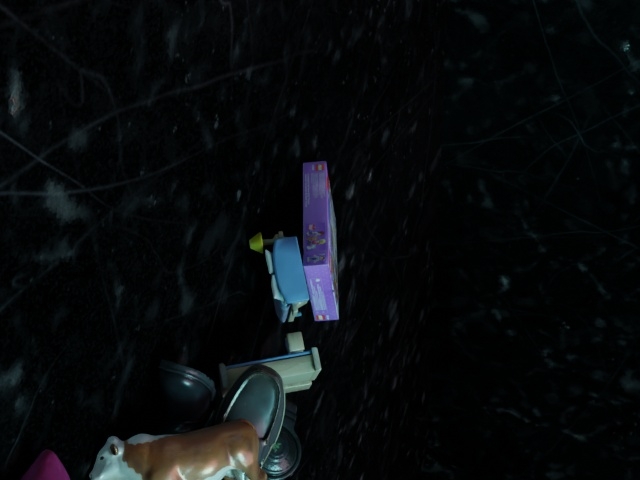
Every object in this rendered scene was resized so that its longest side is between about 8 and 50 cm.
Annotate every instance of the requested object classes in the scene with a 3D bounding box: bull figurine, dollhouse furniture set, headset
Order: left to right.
[{"bbox_3d":[-0.235,0.406,1.664,0.310,0.101,0.189,-9,78,-28],"label":"bull figurine"},{"bbox_3d":[-0.134,0.163,2.037,0.286,0.198,0.304,110,-30,-72],"label":"dollhouse furniture set"},{"bbox_3d":[-0.117,0.509,2.055,0.243,0.185,0.394,-58,-173,30],"label":"headset"}]

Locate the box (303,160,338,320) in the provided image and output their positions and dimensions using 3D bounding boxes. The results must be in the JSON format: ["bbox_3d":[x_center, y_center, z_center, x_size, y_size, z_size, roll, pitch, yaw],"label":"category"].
[{"bbox_3d":[0.000,0.000,2.108,0.201,0.057,0.293,80,7,-50],"label":"box"}]

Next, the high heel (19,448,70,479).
[{"bbox_3d":[-0.388,0.472,1.535,0.377,0.127,0.181,81,19,-62],"label":"high heel"}]

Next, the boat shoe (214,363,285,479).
[{"bbox_3d":[-0.157,0.412,1.827,0.130,0.132,0.356,-129,-121,-82],"label":"boat shoe"}]

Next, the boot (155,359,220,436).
[{"bbox_3d":[-0.268,0.350,1.773,0.246,0.094,0.207,76,31,-63],"label":"boot"}]
